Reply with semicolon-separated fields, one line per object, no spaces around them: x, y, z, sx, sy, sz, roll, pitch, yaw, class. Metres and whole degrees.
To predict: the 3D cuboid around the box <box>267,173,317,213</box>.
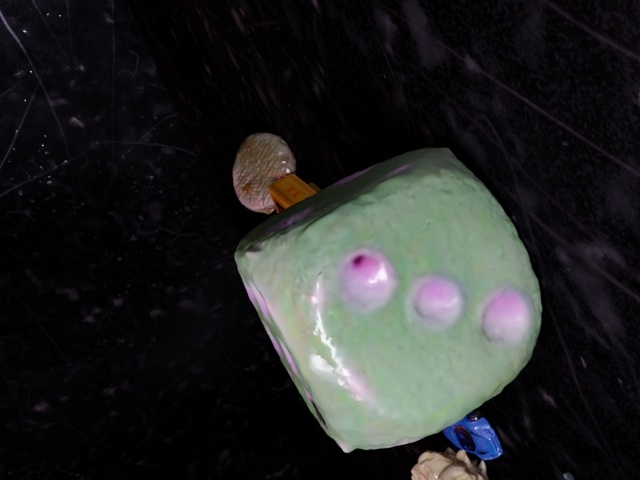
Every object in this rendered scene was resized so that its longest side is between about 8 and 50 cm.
-0.016;0.000;1.675;0.174;0.076;0.274;40;156;54;box

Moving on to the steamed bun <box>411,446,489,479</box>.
0.335;0.576;1.581;0.295;0.137;0.292;29;146;56;steamed bun

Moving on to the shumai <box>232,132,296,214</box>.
-0.120;-0.159;1.786;0.120;0.201;0.201;3;-134;-54;shumai

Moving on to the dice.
0.083;0.076;1.026;0.322;0.330;0.318;64;166;-8;dice

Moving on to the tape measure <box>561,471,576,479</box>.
0.405;0.418;1.061;0.164;0.084;0.330;51;165;30;tape measure

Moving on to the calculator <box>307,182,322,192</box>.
0.027;-0.033;1.684;0.234;0.032;0.146;57;167;21;calculator

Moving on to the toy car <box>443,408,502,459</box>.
0.291;0.381;1.480;0.103;0.063;0.216;64;167;-11;toy car
